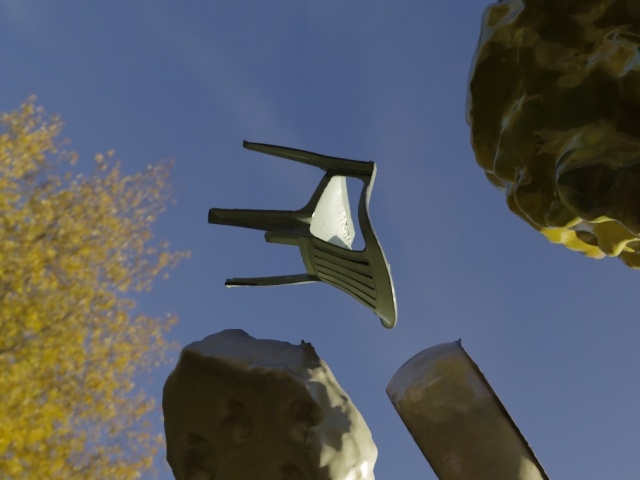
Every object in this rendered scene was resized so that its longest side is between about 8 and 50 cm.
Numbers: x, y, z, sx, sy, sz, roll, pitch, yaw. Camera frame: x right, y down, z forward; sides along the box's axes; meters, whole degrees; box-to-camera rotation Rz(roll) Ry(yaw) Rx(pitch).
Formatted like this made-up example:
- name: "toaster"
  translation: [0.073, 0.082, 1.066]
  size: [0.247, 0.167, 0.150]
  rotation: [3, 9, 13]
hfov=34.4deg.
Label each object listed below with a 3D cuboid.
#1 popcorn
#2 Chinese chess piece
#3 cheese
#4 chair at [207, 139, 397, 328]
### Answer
- name: "popcorn"
  translation: [0.203, -0.089, 0.614]
  size: [0.249, 0.225, 0.249]
  rotation: [1, -89, 35]
- name: "Chinese chess piece"
  translation: [0.084, 0.113, 0.558]
  size: [0.051, 0.122, 0.122]
  rotation: [-32, -76, 1]
- name: "cheese"
  translation: [-0.074, 0.261, 1.307]
  size: [0.318, 0.115, 0.326]
  rotation: [-42, -109, 41]
- name: "chair"
  translation: [0.000, 0.000, 1.417]
  size: [0.274, 0.191, 0.203]
  rotation: [7, -46, 22]
